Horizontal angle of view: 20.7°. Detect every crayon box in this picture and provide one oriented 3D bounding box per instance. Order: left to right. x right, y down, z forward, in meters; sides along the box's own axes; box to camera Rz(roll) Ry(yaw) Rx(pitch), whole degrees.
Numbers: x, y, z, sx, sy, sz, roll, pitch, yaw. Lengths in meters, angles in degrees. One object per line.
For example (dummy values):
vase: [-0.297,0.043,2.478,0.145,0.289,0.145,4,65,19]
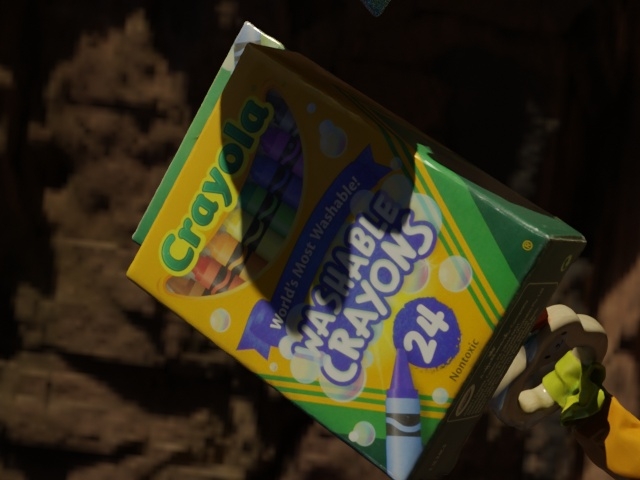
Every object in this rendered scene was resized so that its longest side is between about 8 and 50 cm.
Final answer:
crayon box: [0.000,0.000,1.263,0.083,0.323,0.203,1,-60,-62]

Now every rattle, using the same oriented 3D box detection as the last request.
rattle: [0.214,0.128,1.518,0.200,0.130,0.143,76,175,-58]

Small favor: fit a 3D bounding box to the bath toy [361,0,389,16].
bath toy: [0.136,-0.300,1.160,0.129,0.348,0.151,50,-171,-13]
